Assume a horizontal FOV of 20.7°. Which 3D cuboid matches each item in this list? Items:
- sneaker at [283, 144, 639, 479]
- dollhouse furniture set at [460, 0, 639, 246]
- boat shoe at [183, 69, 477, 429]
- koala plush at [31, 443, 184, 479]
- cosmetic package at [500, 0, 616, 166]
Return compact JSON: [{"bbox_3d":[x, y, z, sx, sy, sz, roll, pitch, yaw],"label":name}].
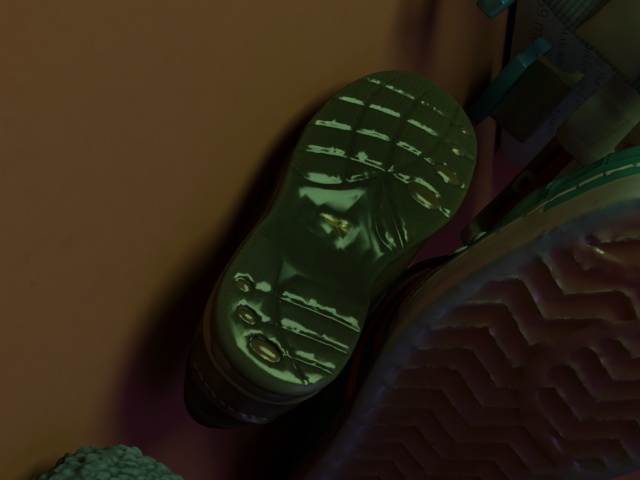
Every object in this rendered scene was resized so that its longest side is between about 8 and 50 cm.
[{"bbox_3d":[0.068,0.038,0.669,0.302,0.108,0.121,-48,-164,47],"label":"sneaker"},{"bbox_3d":[0.090,-0.078,0.737,0.129,0.129,0.183,-39,172,-50],"label":"dollhouse furniture set"},{"bbox_3d":[0.000,0.000,0.643,0.060,0.064,0.178,-45,-173,47],"label":"boat shoe"},{"bbox_3d":[-0.036,0.206,0.500,0.196,0.221,0.203,-35,139,-55],"label":"koala plush"},{"bbox_3d":[0.208,-0.069,0.818,0.085,0.231,0.117,-44,145,-46],"label":"cosmetic package"}]
